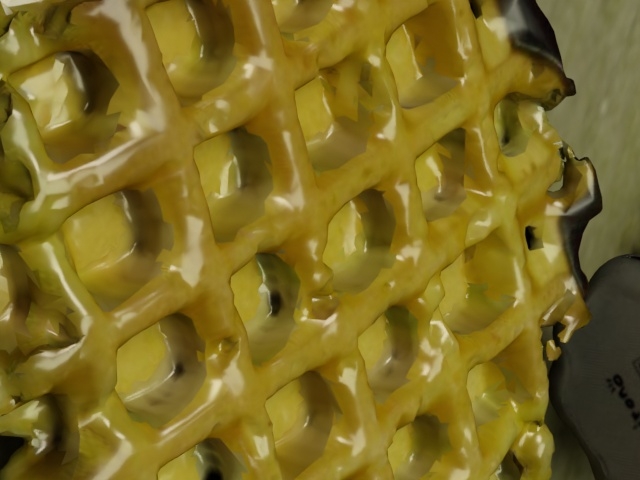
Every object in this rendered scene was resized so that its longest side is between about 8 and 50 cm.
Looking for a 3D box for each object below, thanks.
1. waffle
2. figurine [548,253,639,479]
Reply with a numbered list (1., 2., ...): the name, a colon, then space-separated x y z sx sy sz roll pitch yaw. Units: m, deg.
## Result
1. waffle: 0.002 0.000 0.570 0.312 0.060 0.307 42 68 -41
2. figurine: 0.250 0.069 0.788 0.387 0.166 0.207 6 49 -51
